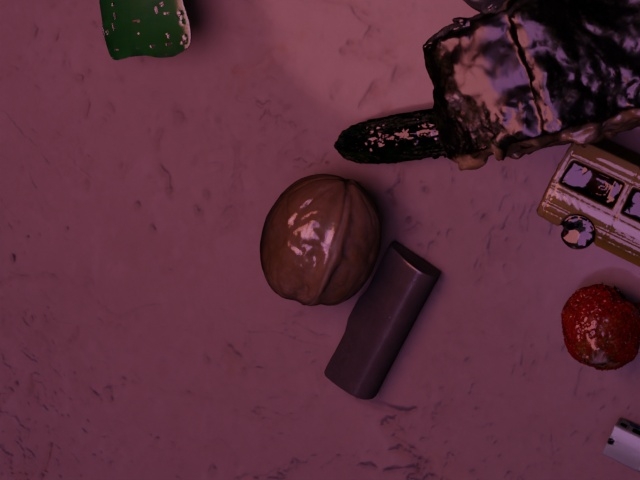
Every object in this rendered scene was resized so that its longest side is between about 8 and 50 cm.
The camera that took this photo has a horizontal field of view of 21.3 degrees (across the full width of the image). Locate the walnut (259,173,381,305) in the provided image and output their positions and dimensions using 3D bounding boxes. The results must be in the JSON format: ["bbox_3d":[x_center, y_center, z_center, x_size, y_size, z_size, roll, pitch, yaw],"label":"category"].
[{"bbox_3d":[0.000,0.000,1.996,0.140,0.140,0.162,19,99,15],"label":"walnut"}]

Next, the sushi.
[{"bbox_3d":[0.286,-0.185,1.788,0.350,0.211,0.171,-15,87,3],"label":"sushi"}]

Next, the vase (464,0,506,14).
[{"bbox_3d":[0.151,-0.320,1.899,0.060,0.060,0.211,-35,95,24],"label":"vase"}]

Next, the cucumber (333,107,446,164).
[{"bbox_3d":[0.124,-0.122,1.955,0.245,0.067,0.067,-7,101,20],"label":"cucumber"}]

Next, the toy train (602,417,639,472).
[{"bbox_3d":[0.427,0.269,1.952,0.207,0.047,0.043,25,109,15],"label":"toy train"}]

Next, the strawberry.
[{"bbox_3d":[0.316,0.101,1.924,0.106,0.106,0.106,5,105,19],"label":"strawberry"}]

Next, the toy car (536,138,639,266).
[{"bbox_3d":[0.372,-0.019,1.869,0.257,0.101,0.124,27,108,14],"label":"toy car"}]

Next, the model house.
[{"bbox_3d":[-0.198,-0.303,2.018,0.117,0.088,0.167,-6,103,22],"label":"model house"}]

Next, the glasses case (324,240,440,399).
[{"bbox_3d":[0.072,0.099,2.047,0.072,0.042,0.190,34,113,18],"label":"glasses case"}]
